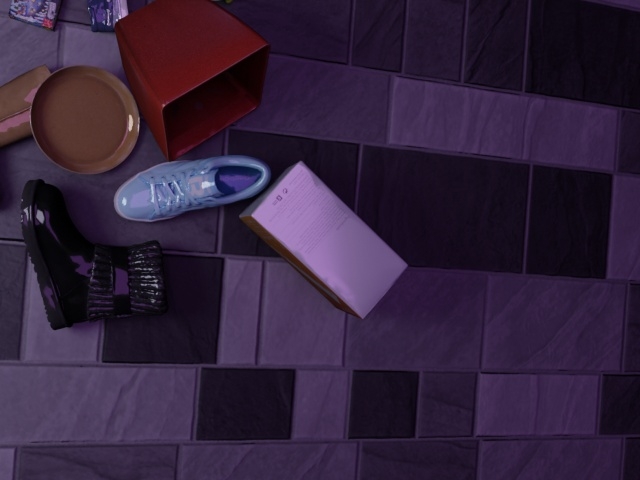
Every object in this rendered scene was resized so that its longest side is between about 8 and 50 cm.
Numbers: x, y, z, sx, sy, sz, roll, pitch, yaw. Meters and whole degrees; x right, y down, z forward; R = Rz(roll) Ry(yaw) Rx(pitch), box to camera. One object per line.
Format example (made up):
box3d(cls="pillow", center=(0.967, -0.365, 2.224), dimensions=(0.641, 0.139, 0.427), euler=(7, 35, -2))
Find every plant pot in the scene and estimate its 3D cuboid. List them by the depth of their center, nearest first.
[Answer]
box3d(cls="plant pot", center=(-0.297, -0.377, 1.330), dimensions=(0.267, 0.267, 0.235), euler=(-38, 83, -19))
box3d(cls="plant pot", center=(-0.518, -0.265, 1.346), dimensions=(0.237, 0.032, 0.236), euler=(-11, 108, -38))

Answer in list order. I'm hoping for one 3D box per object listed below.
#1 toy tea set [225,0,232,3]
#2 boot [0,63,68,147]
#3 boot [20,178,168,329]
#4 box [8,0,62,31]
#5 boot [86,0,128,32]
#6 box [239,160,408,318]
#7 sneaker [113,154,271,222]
box3d(cls="toy tea set", center=(-0.269, -0.736, 1.427), dimensions=(0.200, 0.124, 0.336), euler=(-35, 104, 18))
box3d(cls="boot", center=(-0.662, -0.223, 1.321), dimensions=(0.270, 0.089, 0.236), euler=(-30, 104, -17))
box3d(cls="boot", center=(-0.485, 0.019, 1.344), dimensions=(0.260, 0.131, 0.347), euler=(-11, 104, -8))
box3d(cls="box", center=(-0.625, -0.546, 1.357), dimensions=(0.094, 0.027, 0.136), euler=(14, 87, -16))
box3d(cls="boot", center=(-0.485, -0.565, 1.372), dimensions=(0.086, 0.069, 0.189), euler=(-8, 94, -18))
box3d(cls="box", center=(0.000, 0.000, 1.434), dimensions=(0.345, 0.215, 0.168), euler=(43, 80, -11))
box3d(cls="sneaker", center=(-0.288, -0.131, 1.388), dimensions=(0.366, 0.150, 0.135), euler=(-18, 94, -14))
